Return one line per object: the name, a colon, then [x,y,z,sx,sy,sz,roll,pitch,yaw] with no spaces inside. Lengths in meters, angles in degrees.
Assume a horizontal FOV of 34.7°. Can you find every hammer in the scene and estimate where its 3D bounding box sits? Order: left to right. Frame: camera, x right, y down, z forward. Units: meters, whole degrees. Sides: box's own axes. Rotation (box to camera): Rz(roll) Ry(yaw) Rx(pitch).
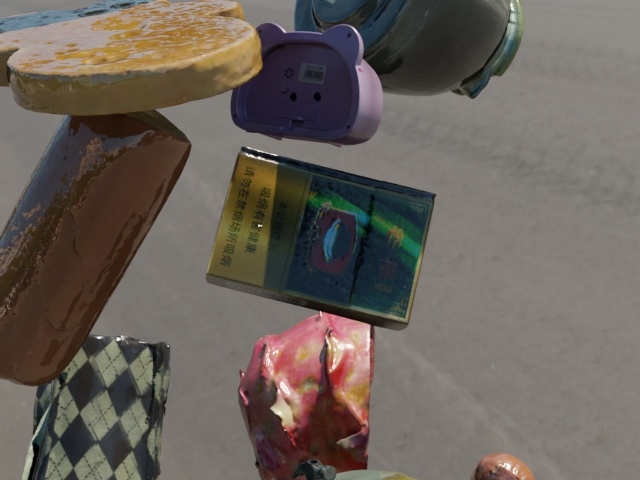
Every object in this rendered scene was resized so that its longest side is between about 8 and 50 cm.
hammer: [-0.002,0.324,1.111,0.017,0.182,0.062,-12,12,-38]

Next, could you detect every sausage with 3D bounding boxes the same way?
sausage: [-0.238,0.002,0.969,0.304,0.121,0.121,-57,11,16]
sausage: [0.223,0.303,1.265,0.077,0.077,0.194,-16,-19,-2]

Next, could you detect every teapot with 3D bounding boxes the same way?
teapot: [0.112,-0.306,1.246,0.239,0.239,0.321,-46,42,28]

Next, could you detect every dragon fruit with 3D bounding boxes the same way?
dragon fruit: [-0.019,0.288,1.771,0.249,0.371,0.386,1,3,0]

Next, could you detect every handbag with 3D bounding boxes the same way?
handbag: [-0.307,0.288,1.293,0.180,0.317,0.416,7,-20,-17]

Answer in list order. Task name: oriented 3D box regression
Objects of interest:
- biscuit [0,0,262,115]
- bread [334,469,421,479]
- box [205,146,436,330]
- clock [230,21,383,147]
biscuit: [-0.183,-0.167,0.921,0.275,0.052,0.355,-17,26,-24]
bread: [0.078,0.438,1.365,0.395,0.264,0.239,-21,-13,32]
box: [0.000,0.000,1.188,0.240,0.159,0.071,13,-16,-3]
clock: [-0.010,-0.149,0.984,0.152,0.110,0.050,10,2,34]
